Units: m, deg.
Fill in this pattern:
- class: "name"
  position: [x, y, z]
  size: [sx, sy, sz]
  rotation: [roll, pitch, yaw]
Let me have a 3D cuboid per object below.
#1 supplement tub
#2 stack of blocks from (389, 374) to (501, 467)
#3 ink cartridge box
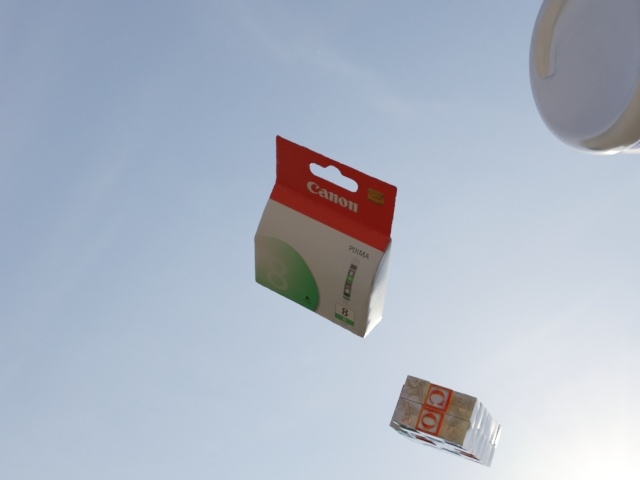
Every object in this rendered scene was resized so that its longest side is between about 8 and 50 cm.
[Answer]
- class: "supplement tub"
  position: [0.457, -0.227, 0.894]
  size: [0.332, 0.241, 0.241]
  rotation: [-4, -38, -20]
- class: "stack of blocks"
  position: [0.224, 0.337, 1.356]
  size: [0.171, 0.087, 0.297]
  rotation: [13, -18, 26]
- class: "ink cartridge box"
  position: [0.000, 0.000, 0.919]
  size: [0.181, 0.056, 0.224]
  rotation: [26, -41, 24]
